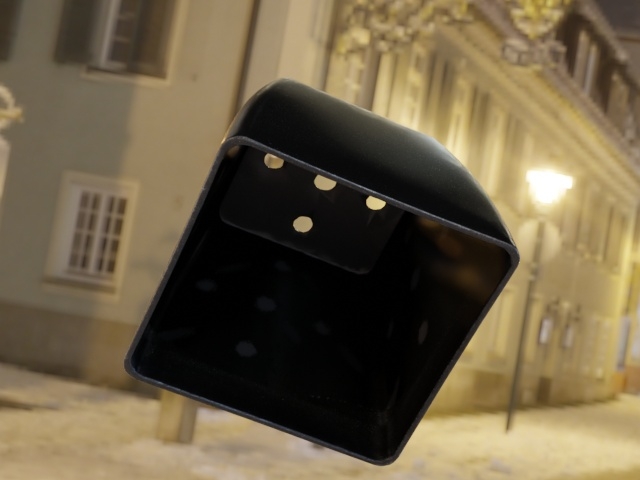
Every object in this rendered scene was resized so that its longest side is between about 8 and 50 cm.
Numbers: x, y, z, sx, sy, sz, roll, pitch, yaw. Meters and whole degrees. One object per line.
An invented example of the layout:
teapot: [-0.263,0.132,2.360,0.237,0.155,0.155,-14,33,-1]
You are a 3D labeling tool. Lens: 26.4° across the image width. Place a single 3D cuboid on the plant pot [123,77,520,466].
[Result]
plant pot: [0.000,0.000,0.887,0.187,0.188,0.167,21,32,-11]
